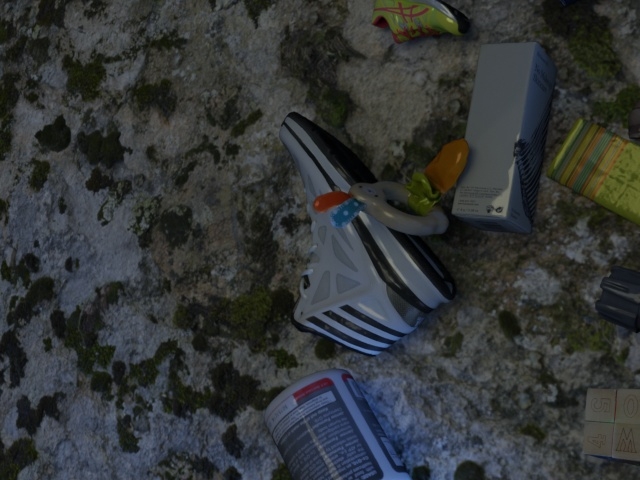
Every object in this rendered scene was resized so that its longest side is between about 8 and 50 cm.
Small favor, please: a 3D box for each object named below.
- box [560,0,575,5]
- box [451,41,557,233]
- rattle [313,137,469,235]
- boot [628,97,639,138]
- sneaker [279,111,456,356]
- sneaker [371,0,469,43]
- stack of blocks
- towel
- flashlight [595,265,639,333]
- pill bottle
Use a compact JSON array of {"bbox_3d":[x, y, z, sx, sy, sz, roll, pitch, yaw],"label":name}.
[{"bbox_3d":[0.434,-0.484,1.251,0.207,0.108,0.153,-20,67,28],"label":"box"},{"bbox_3d":[0.285,-0.156,1.267,0.094,0.113,0.275,6,83,35],"label":"box"},{"bbox_3d":[0.106,-0.085,1.203,0.143,0.199,0.130,120,156,-43],"label":"rattle"},{"bbox_3d":[0.500,-0.172,1.172,0.118,0.042,0.087,20,96,37],"label":"boot"},{"bbox_3d":[0.000,0.000,1.382,0.257,0.169,0.448,-43,61,15],"label":"sneaker"},{"bbox_3d":[0.169,-0.379,1.430,0.208,0.081,0.094,36,106,42],"label":"sneaker"},{"bbox_3d":[0.490,0.237,0.982,0.297,0.171,0.087,-10,65,51],"label":"stack of blocks"},{"bbox_3d":[0.449,-0.085,1.195,0.237,0.021,0.102,37,105,34],"label":"towel"},{"bbox_3d":[0.507,0.113,1.045,0.304,0.103,0.103,22,125,31],"label":"flashlight"},{"bbox_3d":[0.041,0.355,1.268,0.161,0.161,0.283,-42,58,18],"label":"pill bottle"}]
